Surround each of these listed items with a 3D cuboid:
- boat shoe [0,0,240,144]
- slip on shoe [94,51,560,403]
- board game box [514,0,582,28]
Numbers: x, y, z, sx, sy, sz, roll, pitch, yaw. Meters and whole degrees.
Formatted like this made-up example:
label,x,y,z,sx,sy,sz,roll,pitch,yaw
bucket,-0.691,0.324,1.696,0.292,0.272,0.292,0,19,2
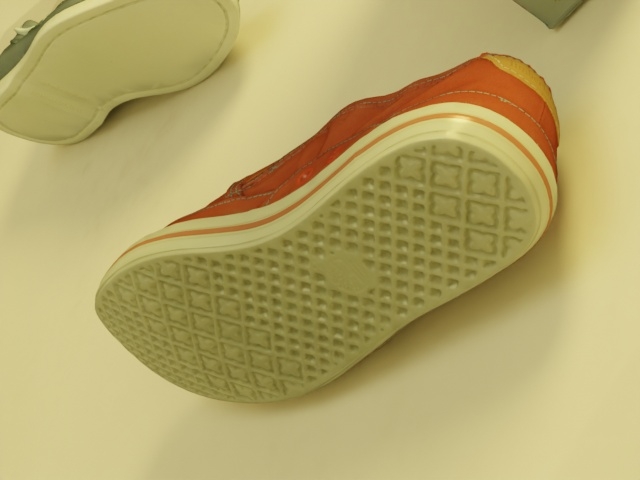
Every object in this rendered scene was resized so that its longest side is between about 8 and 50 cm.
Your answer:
label,x,y,z,sx,sy,sz,roll,pitch,yaw
boat shoe,-0.159,-0.161,1.200,0.319,0.116,0.099,-22,52,54
slip on shoe,0.000,0.000,0.853,0.331,0.123,0.101,-29,21,43
board game box,0.021,-0.270,0.828,0.097,0.303,0.224,-46,34,26
